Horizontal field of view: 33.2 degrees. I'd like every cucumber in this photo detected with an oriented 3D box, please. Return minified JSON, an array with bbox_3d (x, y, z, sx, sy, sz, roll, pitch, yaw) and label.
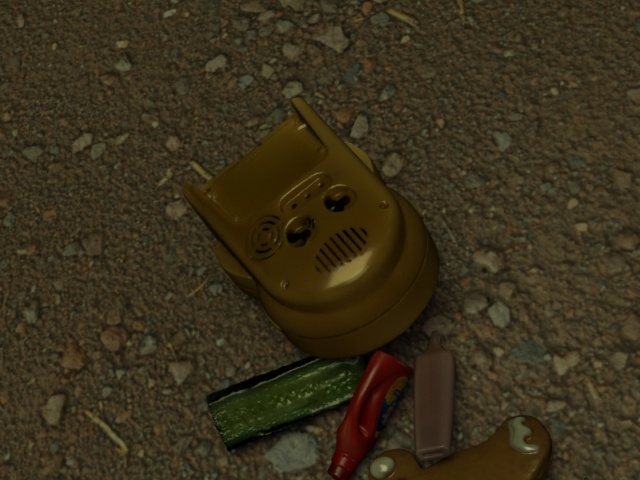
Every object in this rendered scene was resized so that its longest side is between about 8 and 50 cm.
[{"bbox_3d":[-0.038,0.195,1.384,0.211,0.062,0.078,-22,96,-1],"label":"cucumber"}]

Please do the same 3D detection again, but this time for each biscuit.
[{"bbox_3d":[0.114,0.329,1.239,0.340,0.047,0.216,-19,45,16],"label":"biscuit"}]

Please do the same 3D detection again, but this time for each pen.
[{"bbox_3d":[0.139,0.183,1.318,0.053,0.032,0.197,-14,39,20],"label":"pen"}]

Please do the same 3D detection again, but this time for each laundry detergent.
[{"bbox_3d":[0.054,0.218,1.318,0.049,0.097,0.165,23,82,28],"label":"laundry detergent"}]

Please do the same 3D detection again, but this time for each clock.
[{"bbox_3d":[0.000,0.000,1.364,0.244,0.200,0.317,-40,45,-2],"label":"clock"}]

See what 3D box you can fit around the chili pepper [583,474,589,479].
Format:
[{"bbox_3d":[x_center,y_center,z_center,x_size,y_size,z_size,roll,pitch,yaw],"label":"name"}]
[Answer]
[{"bbox_3d":[0.241,0.313,1.237,0.153,0.041,0.050,-21,26,6],"label":"chili pepper"}]
